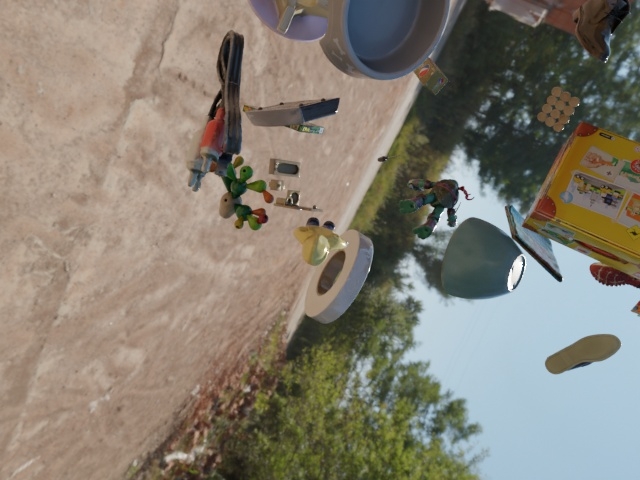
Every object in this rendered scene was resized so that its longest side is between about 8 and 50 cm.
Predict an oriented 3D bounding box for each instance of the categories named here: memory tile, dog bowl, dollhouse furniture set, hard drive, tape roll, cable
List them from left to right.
[{"bbox_3d":[-0.159,-0.221,0.742,0.139,0.072,0.287,-23,-118,61],"label":"cable"},{"bbox_3d":[-0.082,-0.370,1.379,0.172,0.255,0.054,-26,115,-37],"label":"hard drive"},{"bbox_3d":[-0.076,-0.175,1.520,0.144,0.123,0.151,0,100,-47],"label":"dollhouse furniture set"},{"bbox_3d":[0.066,0.139,1.883,0.392,0.072,0.392,-53,-163,24],"label":"tape roll"},{"bbox_3d":[0.160,-0.549,1.139,0.102,0.349,0.348,49,-56,46],"label":"dog bowl"},{"bbox_3d":[0.901,-0.497,1.813,0.012,0.113,0.148,-30,150,-33],"label":"memory tile"}]

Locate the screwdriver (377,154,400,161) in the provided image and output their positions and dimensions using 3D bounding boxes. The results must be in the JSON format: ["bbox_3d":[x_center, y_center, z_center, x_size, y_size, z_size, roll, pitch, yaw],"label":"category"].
[{"bbox_3d":[0.289,-0.346,1.989,0.025,0.024,0.170,-25,-168,-25],"label":"screwdriver"}]

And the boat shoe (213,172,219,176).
[{"bbox_3d":[-0.256,-0.192,1.243,0.056,0.049,0.152,-64,-164,2],"label":"boat shoe"}]

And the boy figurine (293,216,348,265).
[{"bbox_3d":[0.000,0.000,1.500,0.285,0.177,0.092,-86,-170,-73],"label":"boy figurine"}]

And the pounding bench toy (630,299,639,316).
[{"bbox_3d":[1.086,0.237,1.579,0.052,0.065,0.083,-50,-177,2],"label":"pounding bench toy"}]

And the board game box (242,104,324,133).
[{"bbox_3d":[-0.128,-0.417,1.647,0.136,0.260,0.030,-12,123,-58],"label":"board game box"}]

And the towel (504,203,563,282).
[{"bbox_3d":[0.876,-0.002,1.970,0.040,0.271,0.370,-47,-177,27],"label":"towel"}]

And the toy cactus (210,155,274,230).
[{"bbox_3d":[-0.194,-0.100,1.062,0.112,0.219,0.180,-27,167,-36],"label":"toy cactus"}]

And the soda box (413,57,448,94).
[{"bbox_3d":[0.346,-0.545,1.545,0.061,0.058,0.181,-48,-149,28],"label":"soda box"}]

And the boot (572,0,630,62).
[{"bbox_3d":[0.666,-0.516,1.119,0.106,0.082,0.219,-48,-152,49],"label":"boot"}]

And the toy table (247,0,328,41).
[{"bbox_3d":[-0.076,-0.710,1.401,0.161,0.274,0.252,-156,-102,-70],"label":"toy table"}]

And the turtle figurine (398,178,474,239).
[{"bbox_3d":[0.307,-0.108,1.270,0.234,0.175,0.118,-38,170,-41],"label":"turtle figurine"}]

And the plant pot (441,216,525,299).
[{"bbox_3d":[0.574,0.083,1.627,0.290,0.195,0.290,-21,120,-41],"label":"plant pot"}]

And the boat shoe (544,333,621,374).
[{"bbox_3d":[0.815,0.349,1.488,0.228,0.081,0.069,-33,156,28],"label":"boat shoe"}]

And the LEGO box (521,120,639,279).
[{"bbox_3d":[1.019,-0.119,1.616,0.372,0.500,0.193,-60,164,-8],"label":"LEGO box"}]

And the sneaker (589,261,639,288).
[{"bbox_3d":[1.081,0.114,1.721,0.092,0.225,0.088,-78,178,-48],"label":"sneaker"}]
